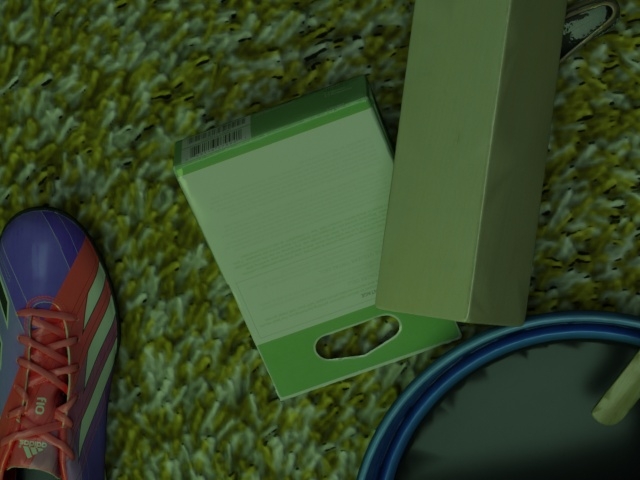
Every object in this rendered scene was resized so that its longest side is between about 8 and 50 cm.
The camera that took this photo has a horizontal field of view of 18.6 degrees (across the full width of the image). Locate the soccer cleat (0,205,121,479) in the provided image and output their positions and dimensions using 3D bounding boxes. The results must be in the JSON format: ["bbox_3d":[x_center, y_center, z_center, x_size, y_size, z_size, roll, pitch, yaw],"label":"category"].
[{"bbox_3d":[-0.226,0.133,1.617,0.109,0.116,0.318,1,99,4],"label":"soccer cleat"}]

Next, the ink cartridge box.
[{"bbox_3d":[0.000,0.000,1.614,0.171,0.056,0.235,-20,117,7],"label":"ink cartridge box"}]

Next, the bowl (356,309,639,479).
[{"bbox_3d":[0.219,0.246,1.620,0.391,0.077,0.391,1,98,5],"label":"bowl"}]

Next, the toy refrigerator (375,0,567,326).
[{"bbox_3d":[0.116,-0.072,1.537,0.094,0.102,0.269,7,90,31],"label":"toy refrigerator"}]

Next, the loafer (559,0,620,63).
[{"bbox_3d":[0.186,-0.160,1.581,0.125,0.039,0.045,-33,94,8],"label":"loafer"}]

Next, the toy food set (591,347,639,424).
[{"bbox_3d":[0.324,0.149,1.539,0.192,0.038,0.132,34,99,-1],"label":"toy food set"}]
